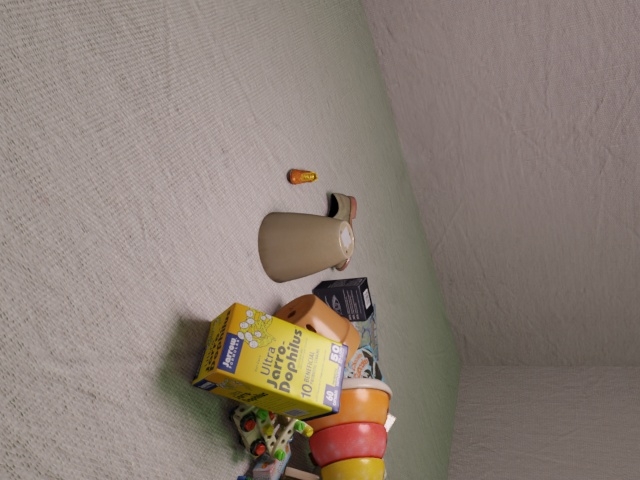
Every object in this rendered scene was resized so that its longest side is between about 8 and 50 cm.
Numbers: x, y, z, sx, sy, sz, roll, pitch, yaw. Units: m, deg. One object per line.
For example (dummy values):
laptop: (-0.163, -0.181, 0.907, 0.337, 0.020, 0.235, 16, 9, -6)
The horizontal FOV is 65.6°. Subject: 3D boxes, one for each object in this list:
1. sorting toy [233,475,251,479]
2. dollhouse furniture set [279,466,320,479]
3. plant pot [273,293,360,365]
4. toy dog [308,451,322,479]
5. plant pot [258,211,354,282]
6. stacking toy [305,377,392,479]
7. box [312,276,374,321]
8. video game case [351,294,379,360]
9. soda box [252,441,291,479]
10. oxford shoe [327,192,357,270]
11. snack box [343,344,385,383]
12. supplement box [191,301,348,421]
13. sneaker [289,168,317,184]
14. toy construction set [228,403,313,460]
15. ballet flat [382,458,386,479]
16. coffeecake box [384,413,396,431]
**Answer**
sorting toy: (-0.221, 0.713, 1.431, 0.102, 0.042, 0.061, 34, 54, -57)
dollhouse furniture set: (-0.069, 0.826, 1.600, 0.151, 0.144, 0.123, 110, -4, -53)
plant pot: (-0.044, 0.319, 1.658, 0.203, 0.291, 0.291, 55, 34, -17)
toy dog: (0.057, 0.847, 1.841, 0.161, 0.220, 0.333, 60, 6, 29)
plant pot: (-0.033, 0.009, 1.726, 0.256, 0.274, 0.256, 27, 59, -59)
stacking toy: (0.101, 0.724, 1.633, 0.350, 0.351, 0.479, 46, 29, -51)
box: (0.092, 0.241, 2.000, 0.108, 0.207, 0.153, -37, 118, -61)
video game case: (0.208, 0.421, 2.388, 0.300, 0.036, 0.328, 18, 68, -62)
soda box: (-0.147, 0.685, 1.534, 0.183, 0.058, 0.062, -29, 110, -74)
oxford shoe: (0.071, -0.041, 2.173, 0.130, 0.123, 0.348, 16, 69, -34)
snack box: (0.160, 0.562, 2.097, 0.322, 0.060, 0.187, -1, 66, -62)
supplement box: (-0.131, 0.340, 1.352, 0.357, 0.195, 0.194, 25, 55, -20)
sneaker: (-0.067, -0.255, 1.957, 0.175, 0.068, 0.064, -24, 107, -61)
toy construction set: (-0.159, 0.513, 1.483, 0.215, 0.151, 0.327, -34, 109, -34)
ballet flat: (0.181, 0.981, 2.021, 0.164, 0.182, 0.482, -2, 86, -76)
coffeecake box: (0.189, 0.745, 1.971, 0.185, 0.142, 0.068, -48, 164, -30)
